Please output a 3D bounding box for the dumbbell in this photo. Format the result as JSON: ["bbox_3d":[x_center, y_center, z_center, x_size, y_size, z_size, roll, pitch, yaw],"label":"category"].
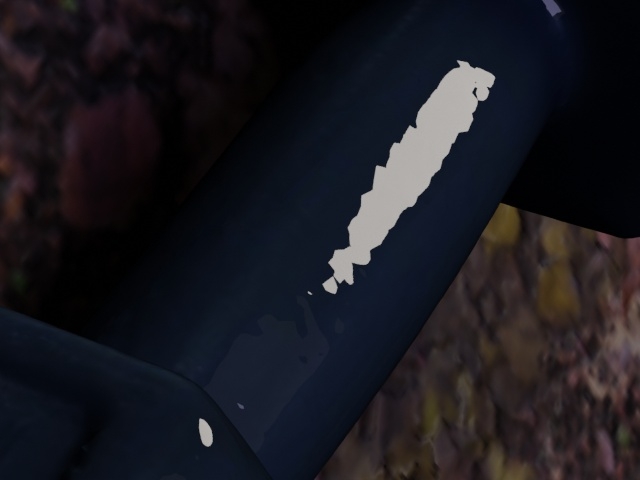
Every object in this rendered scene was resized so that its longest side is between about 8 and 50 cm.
[{"bbox_3d":[0.000,0.000,0.434,0.160,0.144,0.325,55,51,-23],"label":"dumbbell"}]
